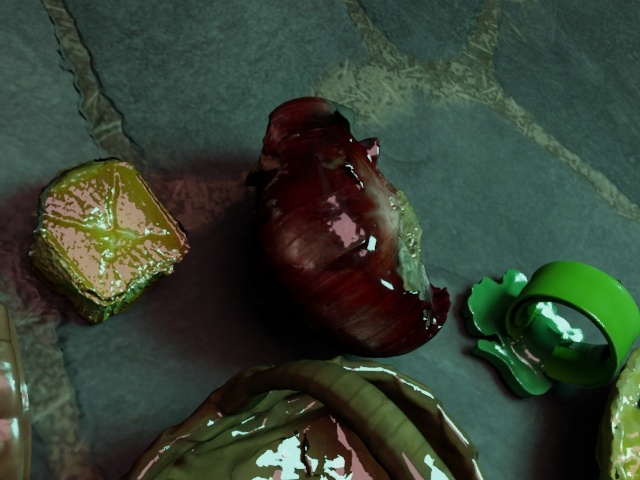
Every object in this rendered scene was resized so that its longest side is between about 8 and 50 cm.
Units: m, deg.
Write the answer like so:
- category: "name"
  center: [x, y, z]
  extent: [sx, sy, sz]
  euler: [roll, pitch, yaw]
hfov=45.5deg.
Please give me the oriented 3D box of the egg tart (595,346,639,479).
- category: "egg tart"
  center: [0.424, 0.268, 0.803]
  extent: [0.345, 0.132, 0.345]
  euler: [13, 67, -33]

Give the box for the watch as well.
- category: "watch"
  center: [0.257, 0.090, 0.850]
  extent: [0.165, 0.152, 0.131]
  euler: [49, 56, 3]

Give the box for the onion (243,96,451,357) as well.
- category: "onion"
  center: [0.000, 0.000, 0.754]
  extent: [0.272, 0.195, 0.272]
  euler: [58, 11, -19]

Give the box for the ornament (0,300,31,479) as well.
- category: "ornament"
  center: [-0.320, 0.121, 0.500]
  extent: [0.217, 0.221, 0.235]
  euler: [-2, 52, -33]

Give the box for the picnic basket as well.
- category: "picnic basket"
  center: [0.016, 0.218, 0.550]
  extent: [0.337, 0.337, 0.293]
  euler: [-23, 75, -35]

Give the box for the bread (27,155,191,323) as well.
- category: "bread"
  center: [-0.206, -0.002, 0.714]
  extent: [0.140, 0.069, 0.128]
  euler: [49, 54, 1]
